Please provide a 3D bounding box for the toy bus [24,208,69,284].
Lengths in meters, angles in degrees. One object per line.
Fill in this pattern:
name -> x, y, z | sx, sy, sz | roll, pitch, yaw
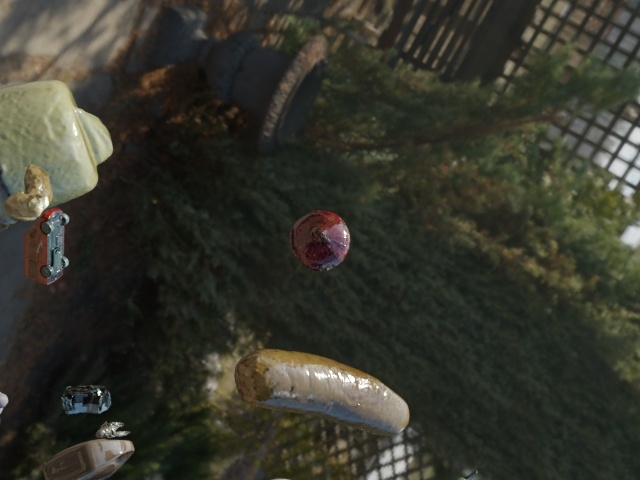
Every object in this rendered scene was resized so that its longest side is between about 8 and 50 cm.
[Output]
toy bus -> -0.702, 0.009, 2.104 | 0.081, 0.089, 0.195 | -50, 152, -63

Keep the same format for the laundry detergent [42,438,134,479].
laundry detergent -> -0.486, 0.488, 1.828 | 0.171, 0.076, 0.237 | -25, 163, 7

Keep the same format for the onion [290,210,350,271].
onion -> 0.000, 0.000, 1.430 | 0.107, 0.107, 0.097 | -56, 177, -15

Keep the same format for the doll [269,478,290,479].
doll -> -0.098, 0.507, 1.453 | 0.221, 0.251, 0.221 | 3, 90, -79

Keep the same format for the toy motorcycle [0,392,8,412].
toy motorcycle -> -0.780, 0.371, 1.872 | 0.225, 0.152, 0.073 | 94, -2, -55

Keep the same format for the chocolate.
chocolate -> -0.654, -0.226, 1.920 | 0.297, 0.314, 0.326 | -17, -166, 1

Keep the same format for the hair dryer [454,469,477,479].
hair dryer -> 0.186, 0.394, 1.264 | 0.150, 0.071, 0.047 | -26, -178, -27

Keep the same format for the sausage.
sausage -> 0.029, 0.319, 1.709 | 0.500, 0.123, 0.136 | 24, 110, -41

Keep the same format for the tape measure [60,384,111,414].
tape measure -> -0.447, 0.303, 1.572 | 0.094, 0.091, 0.054 | 171, -80, -78

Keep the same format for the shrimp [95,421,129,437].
shrimp -> -0.497, 0.449, 1.960 | 0.029, 0.038, 0.092 | -38, 150, 23

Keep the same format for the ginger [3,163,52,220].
ginger -> -0.510, -0.086, 1.463 | 0.288, 0.075, 0.089 | -136, -136, -72
